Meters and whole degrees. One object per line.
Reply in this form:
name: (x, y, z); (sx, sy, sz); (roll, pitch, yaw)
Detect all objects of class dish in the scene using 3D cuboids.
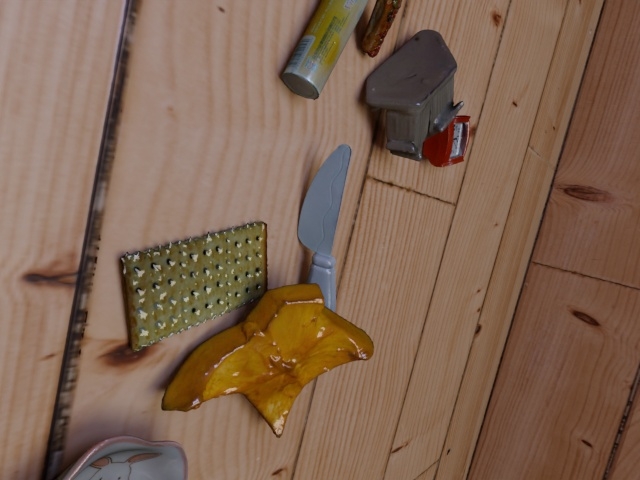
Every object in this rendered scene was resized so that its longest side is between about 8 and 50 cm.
dish: (-0.277, 0.335, 0.533); (0.229, 0.081, 0.230); (-18, 114, -47)

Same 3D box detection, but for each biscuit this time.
biscuit: (-0.162, 0.053, 0.608); (0.231, 0.016, 0.139); (-19, 119, -46)

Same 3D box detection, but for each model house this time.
model house: (0.191, -0.264, 0.834); (0.229, 0.122, 0.188); (-49, 142, -20)

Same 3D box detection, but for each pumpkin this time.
pumpkin: (-0.066, 0.190, 0.691); (0.258, 0.095, 0.290); (-45, 137, -3)

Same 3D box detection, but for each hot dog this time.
hot dog: (0.102, -0.362, 0.698); (0.062, 0.038, 0.144); (-63, 180, -32)

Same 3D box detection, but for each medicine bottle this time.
medicine bottle: (0.017, -0.319, 0.640); (0.074, 0.073, 0.218); (36, 78, -51)

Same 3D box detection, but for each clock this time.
clock: (0.304, -0.240, 1.029); (0.155, 0.061, 0.113); (-20, 119, -49)

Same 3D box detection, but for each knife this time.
knife: (-0.002, 0.000, 0.736); (0.044, 0.080, 0.332); (-40, 138, -64)
